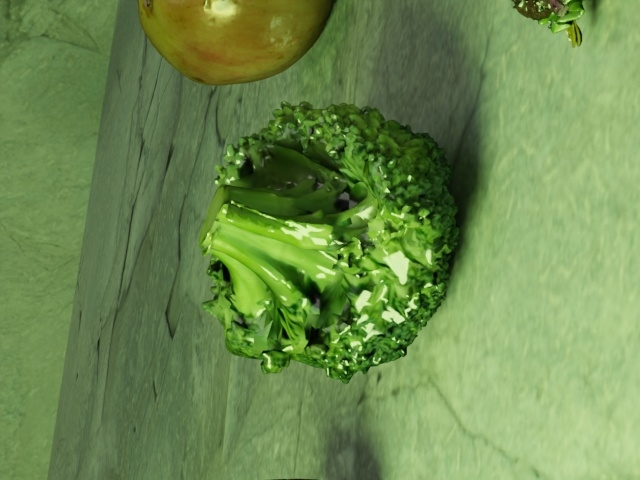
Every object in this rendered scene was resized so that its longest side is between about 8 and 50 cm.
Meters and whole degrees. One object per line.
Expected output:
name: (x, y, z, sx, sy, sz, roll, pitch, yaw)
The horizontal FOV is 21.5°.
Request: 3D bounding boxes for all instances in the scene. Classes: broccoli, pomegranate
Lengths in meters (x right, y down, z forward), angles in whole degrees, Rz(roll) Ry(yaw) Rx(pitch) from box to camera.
broccoli: (0.003, 0.000, 1.179, 0.226, 0.176, 0.198, 125, 148, -89)
pomegranate: (-0.077, -0.234, 1.579, 0.191, 0.191, 0.191, -172, 90, -75)

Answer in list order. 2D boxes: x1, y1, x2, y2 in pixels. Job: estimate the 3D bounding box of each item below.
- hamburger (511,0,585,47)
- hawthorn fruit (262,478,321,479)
hamburger: (0.127, -0.212, 0.983, 0.189, 0.093, 0.164, -104, 26, -59)
hawthorn fruit: (-0.024, 0.236, 1.229, 0.138, 0.132, 0.133, -47, 36, 46)
